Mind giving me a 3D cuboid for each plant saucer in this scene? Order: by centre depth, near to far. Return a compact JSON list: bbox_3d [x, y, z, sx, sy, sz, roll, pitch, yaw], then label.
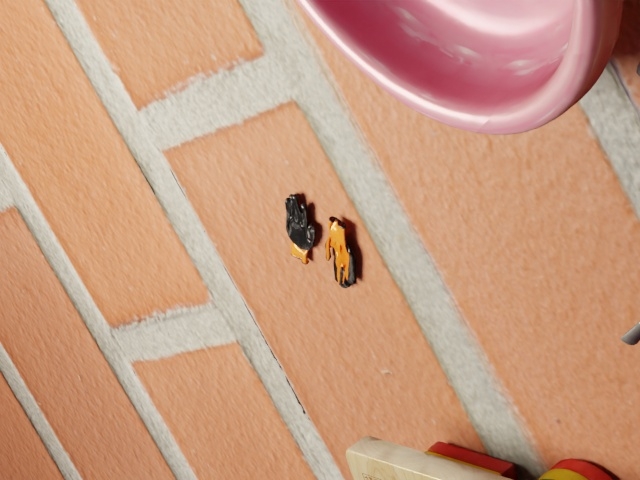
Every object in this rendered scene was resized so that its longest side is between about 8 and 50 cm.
[{"bbox_3d":[0.066,-0.224,1.105,0.332,0.084,0.332,39,151,26],"label":"plant saucer"}]

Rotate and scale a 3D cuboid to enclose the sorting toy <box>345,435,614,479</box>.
[{"bbox_3d":[0.169,0.276,1.454,0.255,0.089,0.257,11,127,49],"label":"sorting toy"}]

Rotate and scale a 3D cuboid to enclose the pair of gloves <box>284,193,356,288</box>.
[{"bbox_3d":[0.000,0.000,1.501,0.083,0.010,0.074,33,144,36],"label":"pair of gloves"}]

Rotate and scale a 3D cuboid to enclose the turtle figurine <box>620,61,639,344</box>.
[{"bbox_3d":[0.204,-0.079,0.932,0.275,0.198,0.266,11,152,41],"label":"turtle figurine"}]
